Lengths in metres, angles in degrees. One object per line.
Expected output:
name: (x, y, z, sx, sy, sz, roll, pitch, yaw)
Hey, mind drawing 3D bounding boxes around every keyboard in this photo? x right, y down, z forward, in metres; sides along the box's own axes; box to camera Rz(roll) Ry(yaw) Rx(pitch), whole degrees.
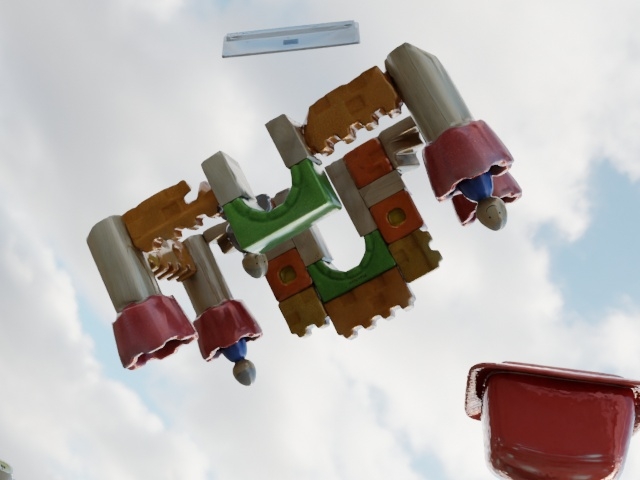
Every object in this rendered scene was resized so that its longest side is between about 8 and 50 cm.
keyboard: (-0.055, -0.371, 1.673, 0.014, 0.256, 0.072, 80, 6, -50)

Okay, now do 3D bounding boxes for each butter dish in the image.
butter dish: (0.201, 0.182, 0.783, 0.160, 0.118, 0.160, 7, -28, 11)

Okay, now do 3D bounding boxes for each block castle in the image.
block castle: (0.000, 0.000, 1.027, 0.213, 0.453, 0.303, 63, 11, 12)

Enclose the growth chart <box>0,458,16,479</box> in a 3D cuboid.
growth chart: (-0.231, 0.129, 0.518, 0.237, 0.021, 0.172, 37, -48, 9)
